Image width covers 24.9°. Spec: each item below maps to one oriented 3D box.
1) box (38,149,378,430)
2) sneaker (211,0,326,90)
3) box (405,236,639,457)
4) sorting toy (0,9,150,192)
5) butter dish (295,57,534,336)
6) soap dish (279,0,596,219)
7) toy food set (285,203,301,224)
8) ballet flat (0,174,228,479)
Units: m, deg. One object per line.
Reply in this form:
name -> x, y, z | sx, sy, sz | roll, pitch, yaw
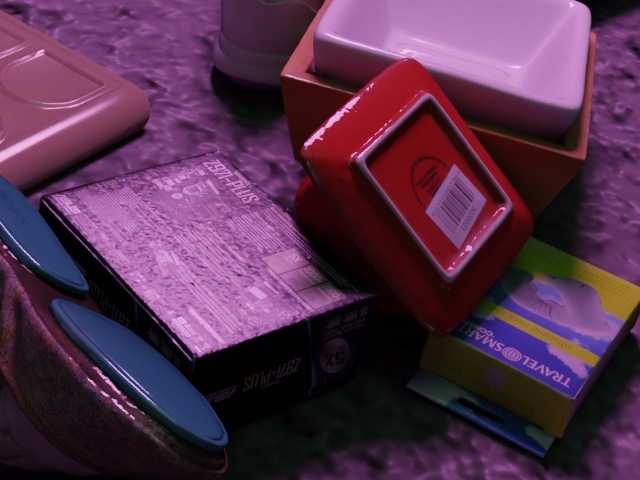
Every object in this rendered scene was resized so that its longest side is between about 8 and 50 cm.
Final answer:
box -> -0.079, 0.032, 0.947 | 0.147, 0.077, 0.180 | -19, 47, -37
sneaker -> -0.023, -0.258, 1.303 | 0.114, 0.152, 0.305 | 10, 34, -2
box -> 0.146, 0.066, 1.006 | 0.109, 0.042, 0.178 | 26, 36, 18
sorting toy -> -0.306, -0.096, 1.088 | 0.229, 0.041, 0.307 | 33, 40, 19
butter dish -> 0.044, -0.018, 1.001 | 0.160, 0.118, 0.160 | 52, 45, -8
soap dish -> 0.101, -0.129, 1.171 | 0.229, 0.118, 0.291 | 16, 29, 4
toy food set -> 0.000, 0.000, 1.071 | 0.078, 0.019, 0.122 | 27, 45, 19
ballet flat -> -0.163, 0.069, 0.849 | 0.107, 0.106, 0.316 | 30, 10, -46
